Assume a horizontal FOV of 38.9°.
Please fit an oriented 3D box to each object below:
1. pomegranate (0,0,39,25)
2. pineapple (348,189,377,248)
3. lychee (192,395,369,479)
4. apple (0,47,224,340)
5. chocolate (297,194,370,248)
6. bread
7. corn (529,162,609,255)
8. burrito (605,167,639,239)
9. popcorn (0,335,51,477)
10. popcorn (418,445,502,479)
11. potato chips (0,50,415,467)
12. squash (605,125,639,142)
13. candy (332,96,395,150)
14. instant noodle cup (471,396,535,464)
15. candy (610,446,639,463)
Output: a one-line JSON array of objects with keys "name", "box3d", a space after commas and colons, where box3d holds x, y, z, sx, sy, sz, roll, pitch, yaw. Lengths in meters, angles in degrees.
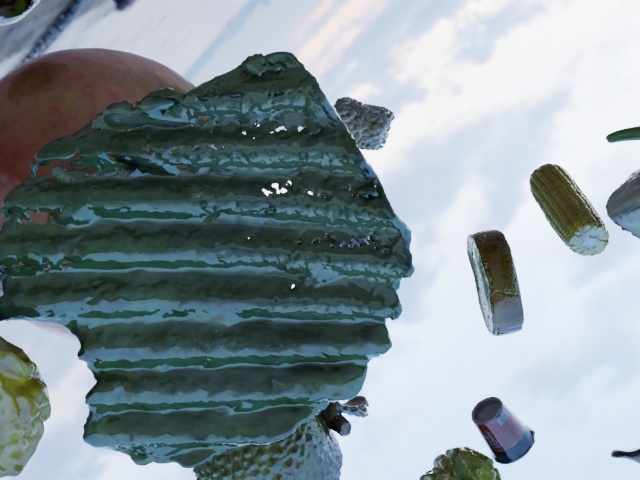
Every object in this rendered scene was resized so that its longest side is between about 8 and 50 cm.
[{"name": "pomegranate", "box3d": [-0.387, -0.295, 1.018, 0.138, 0.125, 0.163, -11, -151, 32]}, {"name": "pineapple", "box3d": [0.084, -0.044, 1.973, 0.175, 0.175, 0.361, -42, -151, 25]}, {"name": "lychee", "box3d": [-0.082, 0.379, 1.691, 0.320, 0.270, 0.270, -27, -158, 26]}, {"name": "apple", "box3d": [-0.258, -0.046, 1.102, 0.364, 0.364, 0.364, -45, -167, 14]}, {"name": "chocolate", "box3d": [0.000, 0.000, 1.605, 0.177, 0.177, 0.177, -45, -167, 14]}, {"name": "bread", "box3d": [0.364, 0.086, 1.896, 0.070, 0.236, 0.236, -11, -162, 2]}, {"name": "corn", "box3d": [0.439, -0.059, 1.620, 0.081, 0.081, 0.248, -44, -153, 19]}, {"name": "burrito", "box3d": [0.629, -0.107, 1.400, 0.332, 0.190, 0.135, -31, -137, 46]}, {"name": "popcorn", "box3d": [-0.327, 0.145, 0.787, 0.163, 0.140, 0.194, -48, 148, -24]}, {"name": "popcorn", "box3d": [0.360, 0.621, 2.235, 0.184, 0.221, 0.204, -2, 160, -37]}, {"name": "potato chips", "box3d": [-0.104, 0.032, 0.867, 0.389, 0.373, 0.097, -25, -170, 12]}, {"name": "squash", "box3d": [0.542, -0.185, 1.577, 0.089, 0.027, 0.027, -5, -151, 16]}, {"name": "candy", "box3d": [0.063, -0.189, 1.491, 0.095, 0.110, 0.085, -51, 154, -53]}, {"name": "instant noodle cup", "box3d": [0.443, 0.462, 2.238, 0.127, 0.135, 0.127, -32, -156, 16]}, {"name": "candy", "box3d": [0.469, 0.238, 1.016, 0.271, 0.143, 0.101, -17, -106, 59]}]
